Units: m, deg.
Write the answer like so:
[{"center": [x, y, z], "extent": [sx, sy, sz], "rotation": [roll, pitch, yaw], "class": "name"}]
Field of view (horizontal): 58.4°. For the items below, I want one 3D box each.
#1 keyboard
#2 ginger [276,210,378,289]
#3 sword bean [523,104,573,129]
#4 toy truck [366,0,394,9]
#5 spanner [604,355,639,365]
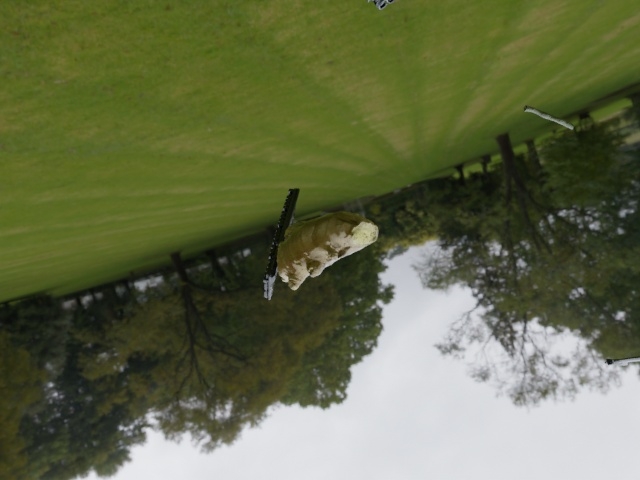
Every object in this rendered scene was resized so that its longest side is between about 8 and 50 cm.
[{"center": [-0.073, 0.000, 1.047], "extent": [0.023, 0.231, 0.072], "rotation": [12, 136, 1], "class": "keyboard"}, {"center": [-0.010, 0.010, 0.880], "extent": [0.115, 0.081, 0.205], "rotation": [-39, -165, -33], "class": "ginger"}, {"center": [0.328, -0.176, 0.820], "extent": [0.083, 0.012, 0.012], "rotation": [18, 170, -11], "class": "sword bean"}, {"center": [0.079, -0.298, 0.643], "extent": [0.083, 0.039, 0.044], "rotation": [-35, 162, -14], "class": "toy truck"}, {"center": [0.552, 0.208, 1.000], "extent": [0.046, 0.012, 0.208], "rotation": [0, 165, 0], "class": "spanner"}]
